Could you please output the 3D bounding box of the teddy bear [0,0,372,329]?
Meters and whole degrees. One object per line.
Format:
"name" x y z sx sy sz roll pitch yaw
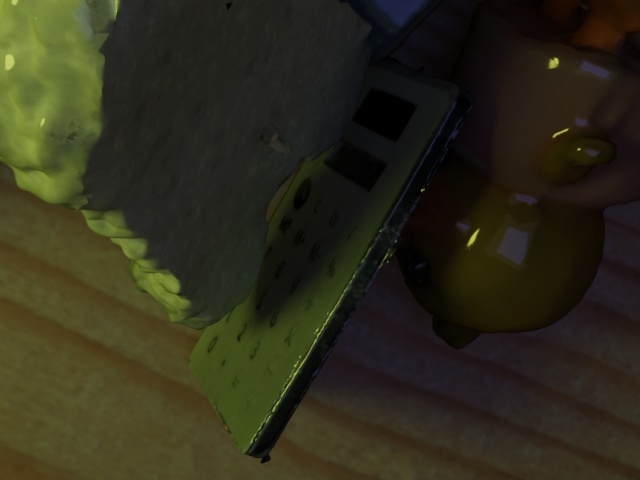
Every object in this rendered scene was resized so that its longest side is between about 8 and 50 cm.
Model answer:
"teddy bear" -0.192 -0.158 0.567 0.362 0.375 0.327 29 82 18

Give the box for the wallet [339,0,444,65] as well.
"wallet" -0.013 -0.316 0.650 0.360 0.083 0.252 42 97 -18

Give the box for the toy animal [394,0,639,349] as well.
"toy animal" 0.136 -0.050 0.697 0.169 0.195 0.281 23 112 -17

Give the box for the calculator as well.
"calculator" 0.000 0.000 0.684 0.021 0.161 0.261 27 96 -25
